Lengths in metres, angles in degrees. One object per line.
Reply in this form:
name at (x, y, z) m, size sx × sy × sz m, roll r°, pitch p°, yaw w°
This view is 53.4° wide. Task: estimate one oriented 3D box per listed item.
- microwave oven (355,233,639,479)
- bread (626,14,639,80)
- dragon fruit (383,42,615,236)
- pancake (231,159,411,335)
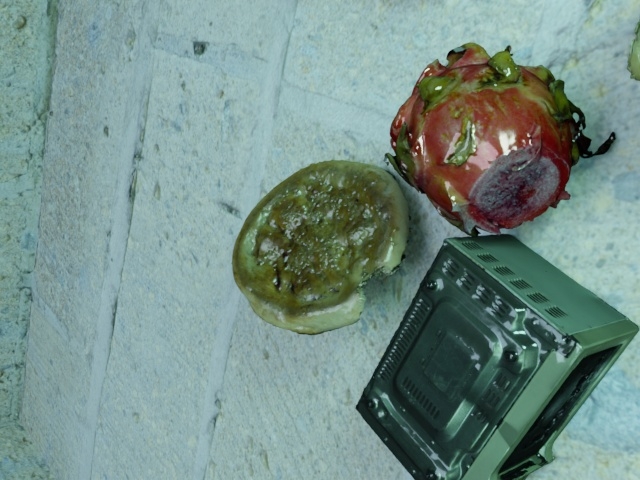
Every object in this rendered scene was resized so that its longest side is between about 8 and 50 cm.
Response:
microwave oven at (0.245, 0.202, 0.982) m, size 0.286 × 0.219 × 0.354 m, roll 44°, pitch 122°, yaw 35°
bread at (0.519, -0.269, 0.662) m, size 0.315 × 0.279 × 0.248 m, roll 20°, pitch 116°, yaw 28°
dragon fruit at (0.240, -0.165, 0.958) m, size 0.269 × 0.250 × 0.291 m, roll -43°, pitch 39°, yaw 25°
pancake at (0.001, 0.001, 1.216) m, size 0.383 × 0.071 × 0.382 m, roll -15°, pitch 57°, yaw 25°
